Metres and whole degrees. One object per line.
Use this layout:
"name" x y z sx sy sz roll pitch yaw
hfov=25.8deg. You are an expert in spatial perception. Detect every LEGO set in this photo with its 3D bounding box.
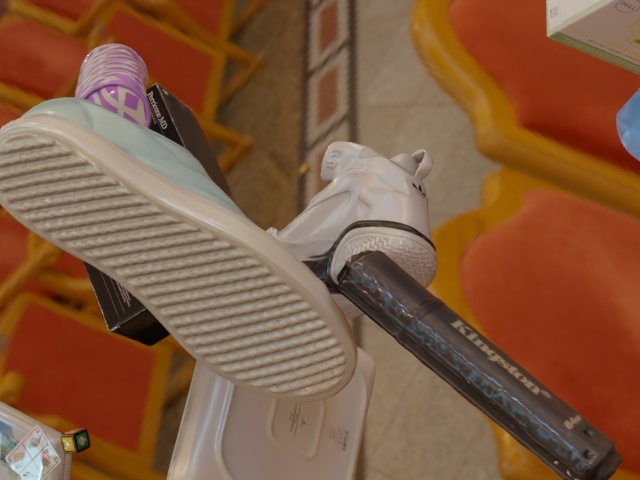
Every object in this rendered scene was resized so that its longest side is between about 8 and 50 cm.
"LEGO set" -0.294 0.300 1.463 0.244 0.182 0.060 -44 -15 34

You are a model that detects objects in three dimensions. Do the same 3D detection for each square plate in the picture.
"square plate" -0.047 0.253 2.001 0.049 0.344 0.347 -14 52 42

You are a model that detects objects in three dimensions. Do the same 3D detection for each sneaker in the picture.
"sneaker" -0.107 -0.010 1.229 0.135 0.366 0.150 -46 9 30
"sneaker" 0.000 0.000 1.854 0.366 0.137 0.210 -18 45 33

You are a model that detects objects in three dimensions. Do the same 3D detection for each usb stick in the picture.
"usb stick" 0.127 0.104 1.153 0.045 0.278 0.077 -54 -17 15

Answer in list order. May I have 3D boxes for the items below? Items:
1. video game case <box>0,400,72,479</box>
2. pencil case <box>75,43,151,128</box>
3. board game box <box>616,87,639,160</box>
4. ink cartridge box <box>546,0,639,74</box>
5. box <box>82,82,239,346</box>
"video game case" -0.447 0.377 1.934 0.329 0.036 0.300 14 100 50
"pencil case" -0.229 -0.161 1.571 0.086 0.088 0.206 -38 22 9
"board game box" 0.352 -0.123 1.255 0.168 0.033 0.133 -48 39 -2
"ink cartridge box" 0.379 -0.256 1.472 0.235 0.171 0.056 -24 58 50
"box" -0.205 -0.031 1.718 0.184 0.103 0.261 -33 63 15
